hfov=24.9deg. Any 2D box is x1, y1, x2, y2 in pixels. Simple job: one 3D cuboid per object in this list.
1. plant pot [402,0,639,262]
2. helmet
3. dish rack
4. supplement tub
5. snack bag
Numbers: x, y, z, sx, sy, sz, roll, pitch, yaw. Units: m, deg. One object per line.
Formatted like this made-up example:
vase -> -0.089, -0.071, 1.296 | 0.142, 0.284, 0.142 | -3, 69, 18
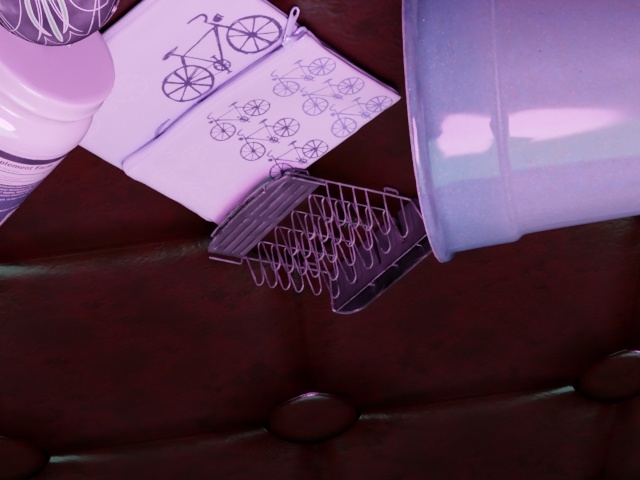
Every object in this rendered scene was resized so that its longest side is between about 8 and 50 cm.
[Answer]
plant pot -> 0.275, -0.157, 1.493 | 0.334, 0.341, 0.341 | -4, 143, 11
helmet -> -0.269, -0.279, 1.422 | 0.169, 0.161, 0.169 | -5, 142, -4
dish rack -> 0.000, 0.000, 1.877 | 0.271, 0.074, 0.208 | 12, 138, -39
supplement tub -> -0.366, -0.132, 1.565 | 0.191, 0.191, 0.272 | 23, 132, -34
snack bag -> -0.131, -0.163, 1.698 | 0.323, 0.037, 0.342 | -33, 136, 28
